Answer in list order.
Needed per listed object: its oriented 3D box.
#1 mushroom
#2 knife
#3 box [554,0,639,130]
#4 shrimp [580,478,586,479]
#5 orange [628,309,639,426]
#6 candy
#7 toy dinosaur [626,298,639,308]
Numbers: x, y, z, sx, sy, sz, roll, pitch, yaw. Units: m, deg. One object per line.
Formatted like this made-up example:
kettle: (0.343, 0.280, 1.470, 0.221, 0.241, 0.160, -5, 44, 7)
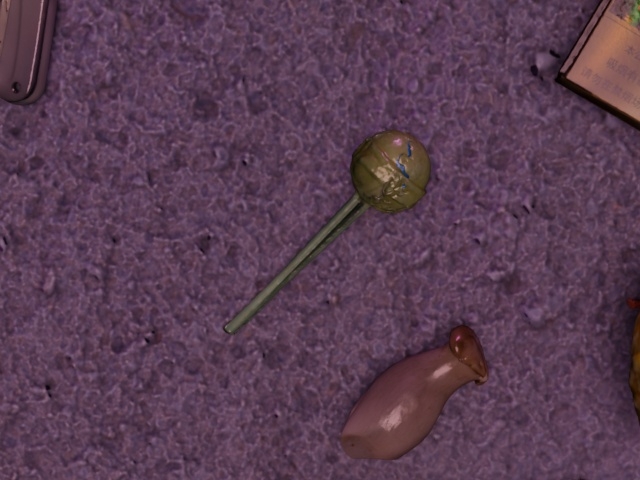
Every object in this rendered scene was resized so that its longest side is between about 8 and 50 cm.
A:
mushroom: (0.114, 0.190, 1.446, 0.212, 0.088, 0.097, -39, 102, -1)
knife: (-0.349, -0.295, 1.443, 0.073, 0.040, 0.266, 12, 96, 12)
box: (0.399, -0.253, 1.400, 0.159, 0.071, 0.240, 30, 96, 2)
shrimp: (0.343, 0.323, 1.475, 0.092, 0.038, 0.029, 43, 129, 0)
orange: (0.531, 0.124, 1.332, 0.368, 0.210, 0.271, -2, 89, -9)
candy: (0.000, 0.000, 1.447, 0.335, 0.092, 0.093, -43, 129, 13)
toy dinosaur: (0.422, 0.073, 1.441, 0.101, 0.055, 0.280, -18, 93, -5)
